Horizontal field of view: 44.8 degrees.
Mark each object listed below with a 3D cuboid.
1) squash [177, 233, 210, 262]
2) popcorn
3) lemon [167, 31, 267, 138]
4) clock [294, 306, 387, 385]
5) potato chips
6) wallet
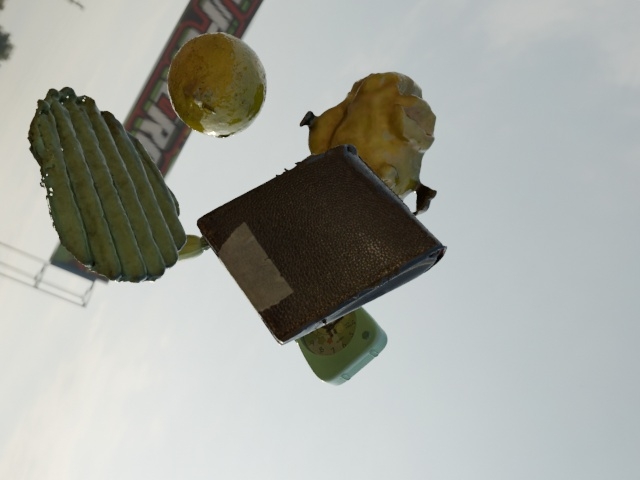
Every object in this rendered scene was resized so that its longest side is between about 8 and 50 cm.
[{"bbox_3d":[-0.358,0.015,1.946,0.224,0.094,0.094,-9,-128,18],"label":"squash"},{"bbox_3d":[0.087,-0.177,1.495,0.297,0.281,0.316,-68,-161,-10],"label":"popcorn"},{"bbox_3d":[-0.175,-0.262,1.315,0.173,0.173,0.206,-47,-170,27],"label":"lemon"},{"bbox_3d":[0.024,0.163,1.454,0.148,0.060,0.188,-40,-121,7],"label":"clock"},{"bbox_3d":[-0.399,-0.102,1.493,0.070,0.358,0.429,-33,-110,21],"label":"potato chips"},{"bbox_3d":[0.000,0.000,1.024,0.221,0.262,0.071,52,-25,26],"label":"wallet"}]
